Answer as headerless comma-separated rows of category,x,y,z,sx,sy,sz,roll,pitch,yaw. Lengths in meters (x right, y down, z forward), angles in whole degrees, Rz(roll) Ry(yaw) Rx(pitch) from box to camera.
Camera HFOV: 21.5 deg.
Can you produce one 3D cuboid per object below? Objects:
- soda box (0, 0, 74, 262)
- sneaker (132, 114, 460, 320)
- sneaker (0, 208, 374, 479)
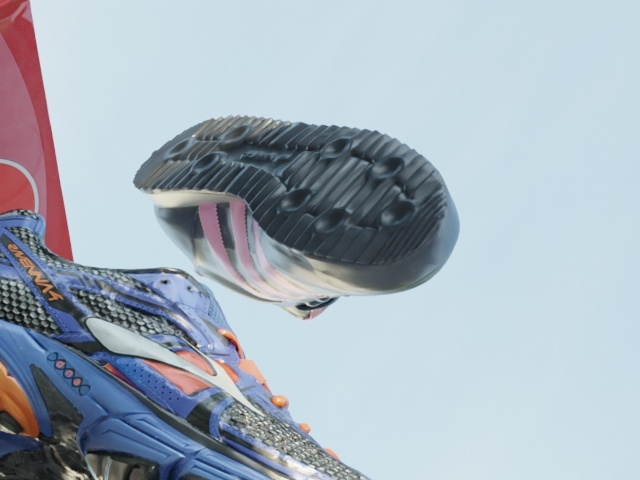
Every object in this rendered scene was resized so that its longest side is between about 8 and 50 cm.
soda box,-0.152,0.008,0.642,0.083,0.092,0.263,37,-32,30
sneaker,0.000,0.000,1.112,0.319,0.112,0.131,21,-34,57
sneaker,-0.043,0.052,0.521,0.221,0.087,0.083,28,-36,12
